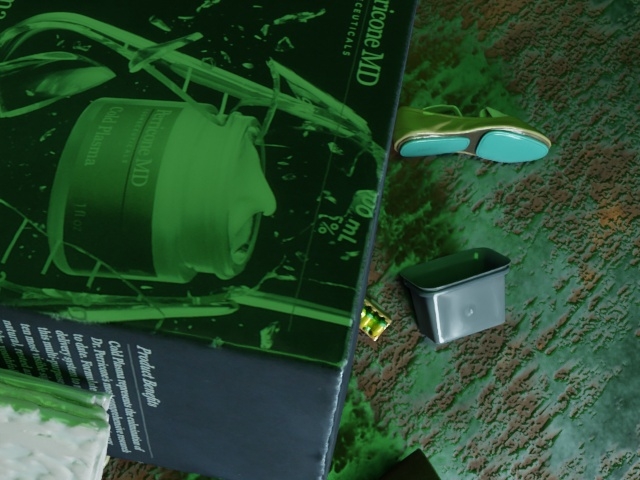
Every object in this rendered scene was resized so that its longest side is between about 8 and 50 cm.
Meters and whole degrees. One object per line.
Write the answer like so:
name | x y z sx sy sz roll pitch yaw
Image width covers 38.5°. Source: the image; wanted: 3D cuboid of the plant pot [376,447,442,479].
plant pot | 0.070 0.395 1.072 0.230 0.215 0.215 -29 87 -4

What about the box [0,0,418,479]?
box | -0.175 -0.053 0.914 0.472 0.297 0.480 11 55 2

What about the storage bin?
storage bin | 0.180 0.074 1.216 0.135 0.098 0.091 -15 110 -17

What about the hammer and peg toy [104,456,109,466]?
hammer and peg toy | -0.428 0.260 0.996 0.361 0.127 0.266 -33 86 -18

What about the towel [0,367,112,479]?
towel | -0.360 0.189 0.811 0.332 0.317 0.053 16 46 -9

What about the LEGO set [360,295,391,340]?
LEGO set | 0.000 0.000 1.169 0.132 0.107 0.287 -18 83 -17

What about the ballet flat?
ballet flat | 0.210 -0.157 1.275 0.232 0.080 0.073 1 63 -16
